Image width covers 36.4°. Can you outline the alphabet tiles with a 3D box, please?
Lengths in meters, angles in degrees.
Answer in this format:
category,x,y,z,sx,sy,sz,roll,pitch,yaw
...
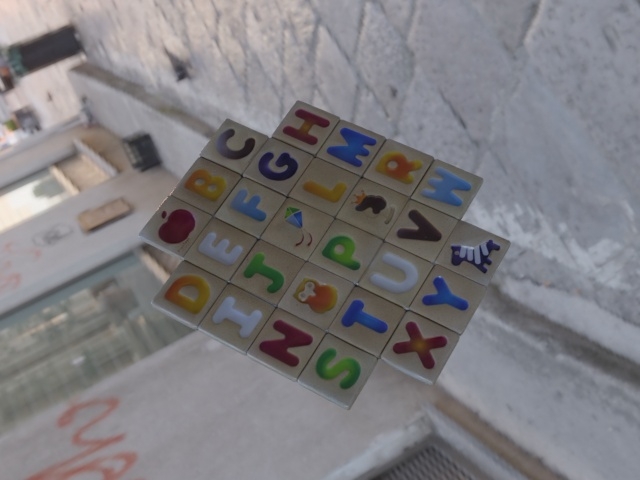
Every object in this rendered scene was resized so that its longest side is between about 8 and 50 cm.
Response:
category,x,y,z,sx,sy,sz,roll,pitch,yaw
alphabet tiles,0.000,0.000,0.982,0.342,0.285,0.011,25,156,19
